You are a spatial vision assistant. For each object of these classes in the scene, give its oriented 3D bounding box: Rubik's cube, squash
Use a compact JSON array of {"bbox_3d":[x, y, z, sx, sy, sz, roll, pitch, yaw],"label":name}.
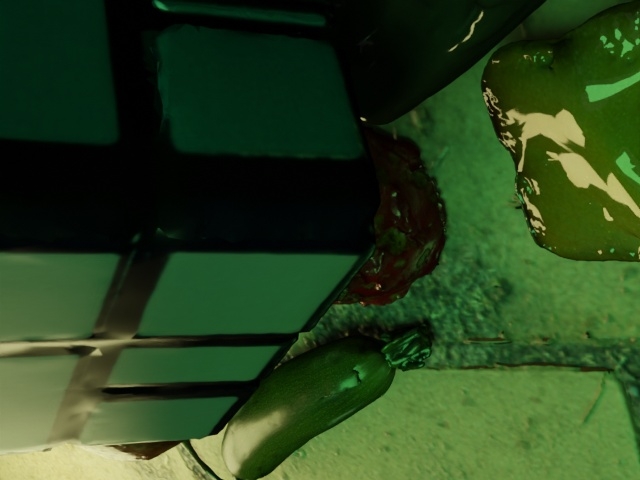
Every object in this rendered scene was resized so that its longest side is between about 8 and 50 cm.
[{"bbox_3d":[-0.167,-0.056,0.464,0.283,0.289,0.293,1,148,-22],"label":"Rubik's cube"},{"bbox_3d":[-0.024,0.149,0.772,0.318,0.080,0.071,-45,56,43],"label":"squash"}]

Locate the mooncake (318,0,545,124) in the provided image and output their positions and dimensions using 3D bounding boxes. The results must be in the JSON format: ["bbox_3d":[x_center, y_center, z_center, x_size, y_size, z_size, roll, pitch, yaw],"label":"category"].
[{"bbox_3d":[0.060,-0.139,0.439,0.104,0.168,0.175,44,119,-3],"label":"mooncake"}]

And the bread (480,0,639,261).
[{"bbox_3d":[0.209,-0.061,0.464,0.233,0.088,0.161,-2,117,35],"label":"bread"}]

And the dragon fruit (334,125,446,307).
[{"bbox_3d":[0.000,0.000,0.618,0.153,0.111,0.153,16,126,23],"label":"dragon fruit"}]

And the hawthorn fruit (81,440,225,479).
[{"bbox_3d":[-0.167,0.144,0.809,0.162,0.163,0.204,-8,128,35],"label":"hawthorn fruit"}]
